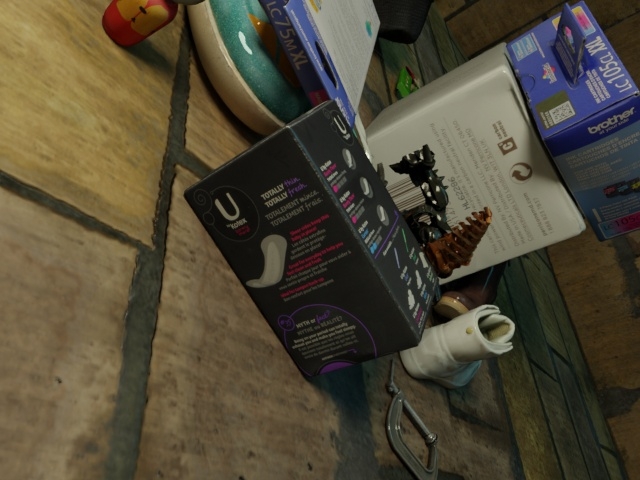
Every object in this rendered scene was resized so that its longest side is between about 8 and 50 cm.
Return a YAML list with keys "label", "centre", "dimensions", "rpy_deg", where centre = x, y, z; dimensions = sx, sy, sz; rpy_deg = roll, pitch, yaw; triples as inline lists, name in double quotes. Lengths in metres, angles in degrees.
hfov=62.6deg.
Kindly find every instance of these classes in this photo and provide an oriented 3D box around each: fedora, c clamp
- label: "fedora"
  centre: [0.190, -0.614, 1.406]
  dimensions: [0.334, 0.333, 0.153]
  rpy_deg: [-23, 124, -62]
- label: "c clamp"
  centre: [0.141, 0.280, 0.795]
  dimensions: [0.161, 0.022, 0.137]
  rpy_deg: [57, 29, -13]

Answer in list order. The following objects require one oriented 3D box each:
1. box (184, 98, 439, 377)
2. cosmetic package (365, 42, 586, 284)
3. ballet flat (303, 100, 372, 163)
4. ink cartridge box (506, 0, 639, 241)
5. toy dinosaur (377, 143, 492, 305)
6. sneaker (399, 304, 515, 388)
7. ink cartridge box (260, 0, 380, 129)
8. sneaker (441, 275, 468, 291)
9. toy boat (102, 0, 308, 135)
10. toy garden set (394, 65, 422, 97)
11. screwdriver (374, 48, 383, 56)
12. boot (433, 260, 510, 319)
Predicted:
- label: "box"
  centre: [0.000, 0.000, 0.626]
  dimensions: [0.271, 0.165, 0.143]
  rpy_deg: [58, 31, -12]
- label: "cosmetic package"
  centre: [0.302, -0.167, 1.099]
  dimensions: [0.330, 0.327, 0.394]
  rpy_deg: [58, 28, -14]
- label: "ballet flat"
  centre: [0.006, -0.249, 0.900]
  dimensions: [0.139, 0.139, 0.401]
  rpy_deg: [10, 64, -57]
- label: "ink cartridge box"
  centre: [0.467, -0.215, 0.922]
  dimensions: [0.395, 0.151, 0.270]
  rpy_deg: [37, 38, -38]
- label: "toy dinosaur"
  centre: [0.139, -0.011, 0.748]
  dimensions: [0.164, 0.321, 0.219]
  rpy_deg: [-24, 90, -40]
- label: "sneaker"
  centre: [0.278, 0.193, 0.944]
  dimensions: [0.292, 0.169, 0.108]
  rpy_deg: [19, 50, -55]
- label: "ink cartridge box"
  centre: [0.009, -0.296, 0.709]
  dimensions: [0.311, 0.065, 0.186]
  rpy_deg: [-78, 148, -41]
- label: "sneaker"
  centre: [0.318, 0.091, 1.206]
  dimensions: [0.135, 0.058, 0.052]
  rpy_deg: [6, 63, -59]
- label: "toy boat"
  centre: [-0.111, -0.273, 0.673]
  dimensions: [0.318, 0.148, 0.268]
  rpy_deg: [-10, 77, -61]
- label: "toy garden set"
  centre: [0.291, -0.397, 1.560]
  dimensions: [0.244, 0.049, 0.204]
  rpy_deg: [50, 34, -25]
- label: "screwdriver"
  centre: [0.139, -0.528, 1.440]
  dimensions: [0.170, 0.025, 0.024]
  rpy_deg: [4, 64, -68]
- label: "boot"
  centre: [0.325, 0.077, 1.097]
  dimensions: [0.207, 0.090, 0.248]
  rpy_deg: [-64, 151, -5]
